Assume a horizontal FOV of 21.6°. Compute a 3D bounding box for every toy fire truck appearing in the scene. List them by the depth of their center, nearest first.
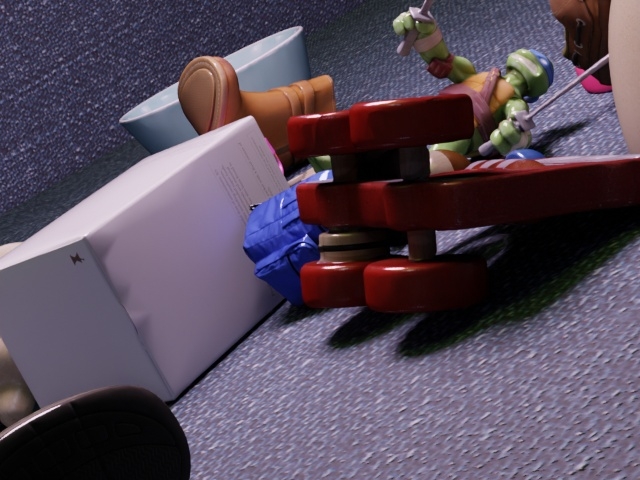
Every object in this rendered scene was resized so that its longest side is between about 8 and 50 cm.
[{"bbox_3d":[0.121,-0.038,1.428,0.254,0.169,0.302,-6,3,-24],"label":"toy fire truck"}]

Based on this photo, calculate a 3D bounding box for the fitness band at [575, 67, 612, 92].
[{"bbox_3d":[0.416,-0.252,1.888,0.291,0.054,0.209,-31,15,-12],"label":"fitness band"}]

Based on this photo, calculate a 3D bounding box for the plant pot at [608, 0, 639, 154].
[{"bbox_3d":[0.364,-0.209,1.460,0.284,0.191,0.284,-27,12,6],"label":"plant pot"}]

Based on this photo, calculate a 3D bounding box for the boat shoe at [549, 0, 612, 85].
[{"bbox_3d":[0.271,-0.243,1.637,0.104,0.307,0.111,18,66,21],"label":"boat shoe"}]

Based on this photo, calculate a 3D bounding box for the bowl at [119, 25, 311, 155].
[{"bbox_3d":[-0.129,-0.182,2.527,0.311,0.163,0.311,-27,12,6],"label":"bowl"}]

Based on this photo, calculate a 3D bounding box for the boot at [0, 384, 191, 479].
[{"bbox_3d":[-0.293,0.238,1.176,0.284,0.138,0.377,-14,23,49],"label":"boot"}]

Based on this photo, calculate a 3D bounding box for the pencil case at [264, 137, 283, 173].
[{"bbox_3d":[-0.156,-0.068,2.194,0.236,0.104,0.104,-24,11,37],"label":"pencil case"}]

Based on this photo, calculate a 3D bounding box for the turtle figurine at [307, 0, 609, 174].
[{"bbox_3d":[0.118,-0.145,1.672,0.266,0.198,0.275,-40,-5,-10],"label":"turtle figurine"}]

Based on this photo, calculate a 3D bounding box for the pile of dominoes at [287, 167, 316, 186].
[{"bbox_3d":[-0.073,-0.030,2.112,0.196,0.040,0.251,-30,4,3],"label":"pile of dominoes"}]

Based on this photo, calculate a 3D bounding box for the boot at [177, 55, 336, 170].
[{"bbox_3d":[-0.073,-0.175,2.278,0.220,0.283,0.109,-23,54,-19],"label":"boot"}]

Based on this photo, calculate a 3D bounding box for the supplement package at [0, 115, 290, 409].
[{"bbox_3d":[-0.164,0.029,1.656,0.175,0.177,0.293,-18,14,38],"label":"supplement package"}]

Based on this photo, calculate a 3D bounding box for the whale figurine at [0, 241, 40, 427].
[{"bbox_3d":[-0.339,0.133,1.763,0.272,0.141,0.216,-48,48,3],"label":"whale figurine"}]

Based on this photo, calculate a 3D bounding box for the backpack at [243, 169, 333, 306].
[{"bbox_3d":[0.000,0.000,1.601,0.120,0.098,0.101,-32,38,31],"label":"backpack"}]
